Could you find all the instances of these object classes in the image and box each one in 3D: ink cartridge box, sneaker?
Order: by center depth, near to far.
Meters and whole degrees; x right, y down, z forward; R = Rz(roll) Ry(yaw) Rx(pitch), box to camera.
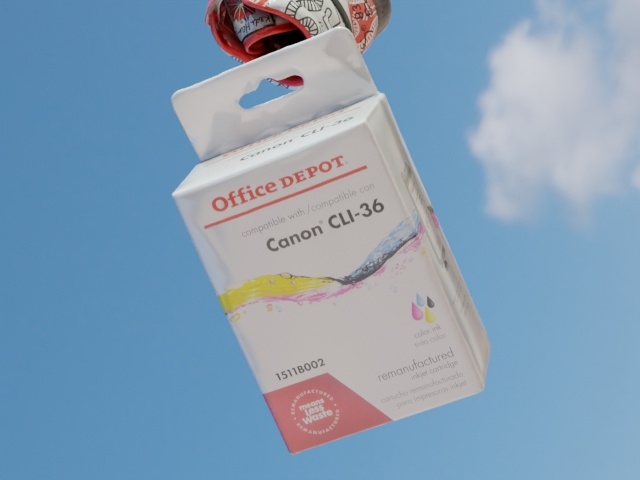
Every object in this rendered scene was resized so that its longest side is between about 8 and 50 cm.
[{"bbox_3d":[0.000,0.000,0.974,0.067,0.115,0.198,-62,-50,-70],"label":"ink cartridge box"},{"bbox_3d":[-0.062,-0.244,1.481,0.090,0.270,0.145,-34,9,39],"label":"sneaker"}]
